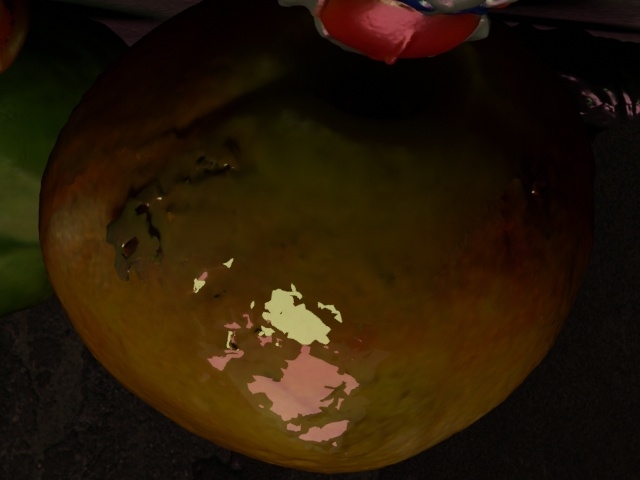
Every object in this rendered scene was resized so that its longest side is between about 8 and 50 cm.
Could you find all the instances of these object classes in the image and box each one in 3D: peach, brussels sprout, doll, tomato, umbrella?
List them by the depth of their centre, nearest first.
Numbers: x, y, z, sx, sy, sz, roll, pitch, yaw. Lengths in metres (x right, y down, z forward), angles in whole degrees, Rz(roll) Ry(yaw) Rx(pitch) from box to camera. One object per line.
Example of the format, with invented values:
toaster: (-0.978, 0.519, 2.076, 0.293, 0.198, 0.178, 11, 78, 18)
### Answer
doll: (0.042, -0.120, 0.899, 0.104, 0.062, 0.195, -14, -179, -19)
tomato: (-0.220, -0.140, 1.136, 0.087, 0.087, 0.075, 4, 177, -12)
peach: (-0.001, -0.002, 1.156, 0.373, 0.290, 0.372, -28, 163, -10)
umbrella: (0.080, -0.119, 1.322, 0.326, 0.090, 0.094, 3, -164, -8)
brussels sprout: (-0.309, -0.072, 1.582, 0.371, 0.275, 0.315, 3, -174, -18)
